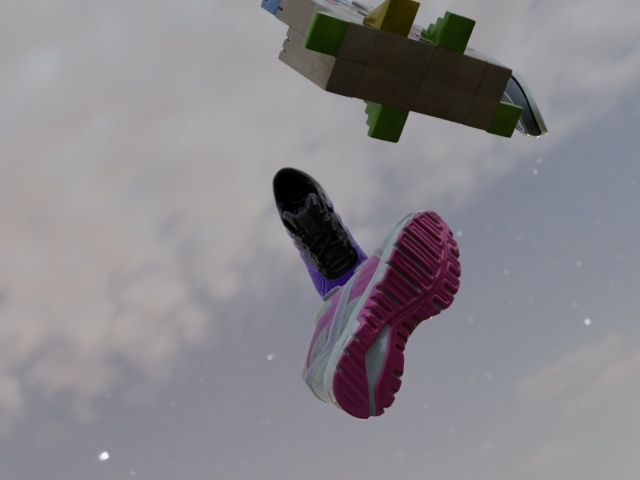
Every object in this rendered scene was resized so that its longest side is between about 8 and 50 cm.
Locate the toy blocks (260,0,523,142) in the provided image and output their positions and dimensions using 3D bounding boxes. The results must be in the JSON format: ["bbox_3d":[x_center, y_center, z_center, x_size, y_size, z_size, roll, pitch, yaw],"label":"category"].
[{"bbox_3d":[0.080,-0.273,1.577,0.381,0.261,0.190,9,-69,-33],"label":"toy blocks"}]

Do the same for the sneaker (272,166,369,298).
[{"bbox_3d":[-0.001,0.000,1.752,0.102,0.293,0.146,-33,-25,2],"label":"sneaker"}]

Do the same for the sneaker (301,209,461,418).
[{"bbox_3d":[0.054,0.068,1.147,0.111,0.103,0.252,-6,41,52],"label":"sneaker"}]

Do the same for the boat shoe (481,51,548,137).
[{"bbox_3d":[0.303,-0.238,1.898,0.099,0.319,0.116,-27,-63,2],"label":"boat shoe"}]
